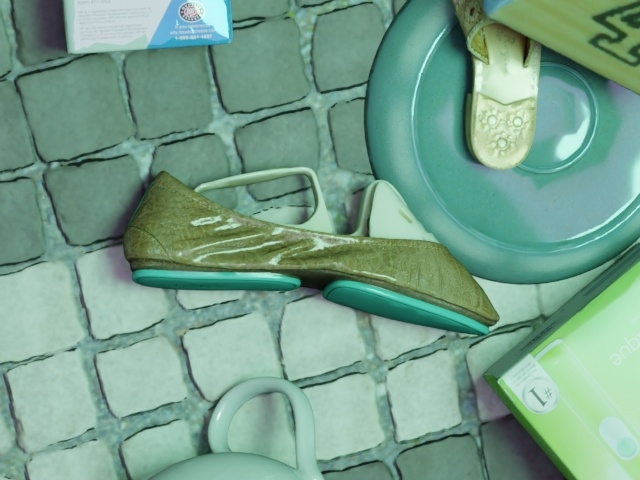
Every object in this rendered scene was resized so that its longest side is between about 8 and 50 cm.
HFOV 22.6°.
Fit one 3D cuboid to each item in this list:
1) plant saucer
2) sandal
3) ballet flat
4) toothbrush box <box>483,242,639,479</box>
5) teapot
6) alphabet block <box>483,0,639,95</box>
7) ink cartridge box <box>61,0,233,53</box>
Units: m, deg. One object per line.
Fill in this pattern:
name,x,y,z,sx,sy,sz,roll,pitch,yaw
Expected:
plant saucer,0.199,-0.113,1.454,0.318,0.044,0.317,-2,99,-10
sandal,0.162,-0.178,1.374,0.088,0.079,0.240,-4,99,-9
ballet flat,0.000,0.000,1.413,0.342,0.116,0.124,9,79,-7
toothbrush box,0.318,0.167,1.446,0.206,0.122,0.283,-39,90,-2
teapot,-0.104,0.279,1.394,0.256,0.187,0.252,-22,123,-33
alphabet block,0.268,-0.260,1.317,0.197,0.193,0.192,21,57,-28
ink cartridge box,-0.152,-0.257,1.348,0.140,0.082,0.190,-5,98,-10
